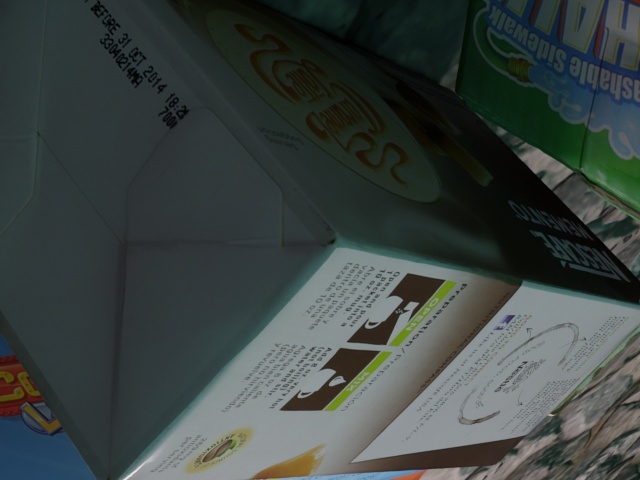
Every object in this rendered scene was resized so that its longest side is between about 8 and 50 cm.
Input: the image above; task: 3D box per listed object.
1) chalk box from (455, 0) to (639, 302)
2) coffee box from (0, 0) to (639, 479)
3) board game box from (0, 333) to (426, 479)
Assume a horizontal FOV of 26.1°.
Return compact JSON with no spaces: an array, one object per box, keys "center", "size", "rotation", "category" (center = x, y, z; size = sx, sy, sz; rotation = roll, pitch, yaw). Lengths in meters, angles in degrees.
[{"center":[0.171,-0.096,0.423],"size":[0.180,0.179,0.288],"rotation":[-22,132,-33],"category":"chalk box"},{"center":[0.000,0.000,0.471],"size":[0.098,0.141,0.246],"rotation":[-48,152,18],"category":"coffee box"},{"center":[-0.116,0.160,0.627],"size":[0.308,0.086,0.302],"rotation":[-4,136,-50],"category":"board game box"}]
